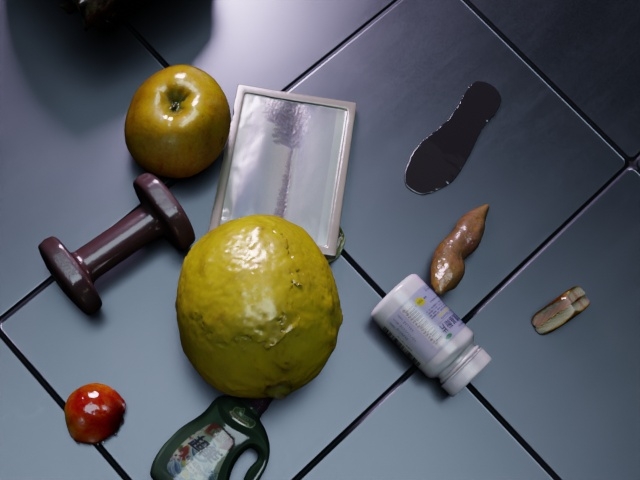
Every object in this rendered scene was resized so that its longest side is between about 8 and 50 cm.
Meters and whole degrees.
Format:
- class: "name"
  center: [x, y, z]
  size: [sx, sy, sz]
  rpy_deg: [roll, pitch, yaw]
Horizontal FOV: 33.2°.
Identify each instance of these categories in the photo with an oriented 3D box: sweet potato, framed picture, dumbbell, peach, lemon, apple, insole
- class: "sweet potato"
  center: [0.228, 0.011, 1.778]
  size: [0.065, 0.051, 0.218]
  rpy_deg: [8, 47, 29]
- class: "framed picture"
  center: [-0.059, -0.120, 1.804]
  size: [0.213, 0.016, 0.289]
  rpy_deg: [10, 68, -2]
- class: "dumbbell"
  center: [-0.319, 0.004, 1.694]
  size: [0.225, 0.124, 0.140]
  rpy_deg: [-37, 79, -15]
- class: "peach"
  center: [-0.347, 0.262, 1.643]
  size: [0.098, 0.061, 0.098]
  rpy_deg: [0, 67, -1]
- class: "lemon"
  center: [-0.096, 0.097, 1.624]
  size: [0.260, 0.260, 0.284]
  rpy_deg: [6, 76, -4]
- class: "apple"
  center: [-0.231, -0.196, 1.749]
  size: [0.182, 0.155, 0.183]
  rpy_deg: [2, 74, -8]
- class: "insole"
  center: [0.234, -0.178, 1.874]
  size: [0.086, 0.005, 0.253]
  rpy_deg: [37, 73, 5]

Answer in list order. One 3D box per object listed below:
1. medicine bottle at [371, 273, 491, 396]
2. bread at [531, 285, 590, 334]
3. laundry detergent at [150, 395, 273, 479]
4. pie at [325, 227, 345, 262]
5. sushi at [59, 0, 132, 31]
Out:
- class: "medicine bottle"
  center: [0.177, 0.151, 1.713]
  size: [0.103, 0.103, 0.187]
  rpy_deg: [-41, 80, -16]
- class: "bread"
  center: [0.402, 0.112, 1.773]
  size: [0.109, 0.062, 0.043]
  rpy_deg: [-32, 80, -11]
- class: "laundry detergent"
  center: [-0.143, 0.318, 1.642]
  size: [0.144, 0.078, 0.221]
  rpy_deg: [44, 71, 6]
- class: "pie"
  center: [0.001, 0.001, 1.783]
  size: [0.084, 0.021, 0.084]
  rpy_deg: [2, 73, -5]
- class: "sushi"
  center: [-0.354, -0.531, 1.769]
  size: [0.294, 0.281, 0.299]
  rpy_deg: [-40, 88, -5]
